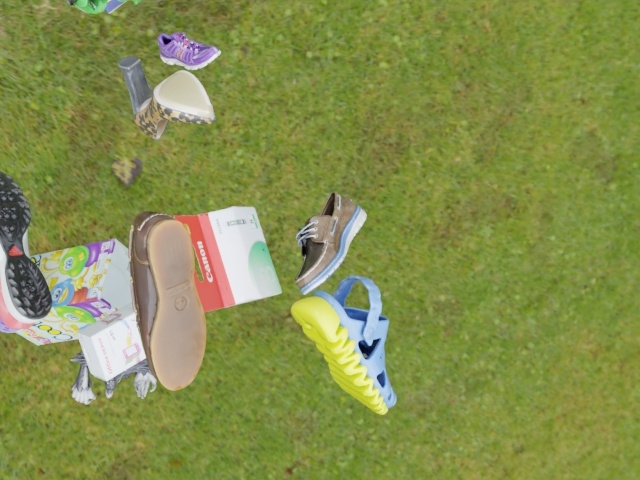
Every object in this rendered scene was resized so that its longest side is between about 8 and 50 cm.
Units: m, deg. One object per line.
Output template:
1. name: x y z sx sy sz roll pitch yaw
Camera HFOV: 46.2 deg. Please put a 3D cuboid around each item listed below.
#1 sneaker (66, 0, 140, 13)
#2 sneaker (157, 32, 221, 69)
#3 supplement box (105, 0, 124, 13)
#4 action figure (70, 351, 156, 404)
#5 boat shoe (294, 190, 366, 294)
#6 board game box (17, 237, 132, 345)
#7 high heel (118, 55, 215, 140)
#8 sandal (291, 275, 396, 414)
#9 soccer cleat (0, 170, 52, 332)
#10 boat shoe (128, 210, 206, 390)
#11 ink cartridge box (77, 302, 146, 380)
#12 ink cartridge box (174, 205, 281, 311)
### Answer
1. sneaker: -0.470 -0.492 1.373 0.134 0.343 0.146 -23 117 -61
2. sneaker: -0.298 -0.424 1.660 0.068 0.170 0.071 -53 144 -35
3. supplement box: -0.533 -0.735 1.687 0.195 0.194 0.356 -37 139 -3
4. action figure: -0.404 0.254 1.489 0.164 0.276 0.141 4 98 -10
5. boat shoe: 0.000 0.000 1.022 0.066 0.066 0.183 44 40 -11
6. board game box: -0.506 0.111 1.544 0.144 0.275 0.142 50 36 -49
7. high heel: -0.268 -0.228 1.413 0.093 0.261 0.186 -41 145 -25
8. sandal: 0.074 0.178 1.283 0.138 0.126 0.317 -44 135 -20
9. soccer cleat: -0.603 0.020 1.417 0.108 0.116 0.318 -2 67 -55
10. boat shoe: -0.180 0.067 0.863 0.073 0.073 0.207 -12 109 -40
11. ink cartridge box: -0.341 0.171 1.284 0.122 0.052 0.088 -30 116 -38
12. ink cartridge box: -0.164 0.028 1.371 0.225 0.056 0.181 -4 75 -69
